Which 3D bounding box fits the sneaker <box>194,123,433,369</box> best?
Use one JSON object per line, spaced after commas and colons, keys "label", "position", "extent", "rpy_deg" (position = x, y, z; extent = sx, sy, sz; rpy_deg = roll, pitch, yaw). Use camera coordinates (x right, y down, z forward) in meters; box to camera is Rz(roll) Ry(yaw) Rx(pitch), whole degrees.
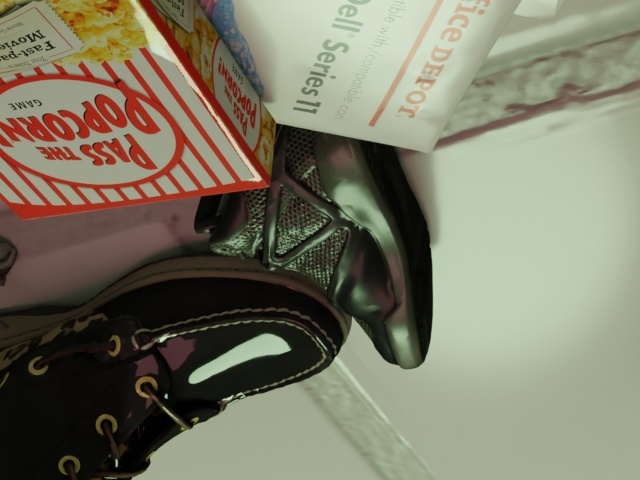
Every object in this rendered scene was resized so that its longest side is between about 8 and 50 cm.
{"label": "sneaker", "position": [0.000, 0.000, 0.982], "extent": [0.130, 0.087, 0.227], "rpy_deg": [-8, 134, 21]}

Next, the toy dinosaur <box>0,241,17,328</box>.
{"label": "toy dinosaur", "position": [-0.373, -0.002, 1.023], "extent": [0.314, 0.121, 0.160], "rpy_deg": [10, 126, -8]}

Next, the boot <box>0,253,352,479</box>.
{"label": "boot", "position": [-0.162, 0.169, 1.051], "extent": [0.378, 0.284, 0.138], "rpy_deg": [-12, 136, 24]}

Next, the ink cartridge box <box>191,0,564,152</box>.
{"label": "ink cartridge box", "position": [-0.010, -0.159, 0.726], "extent": [0.354, 0.119, 0.207], "rpy_deg": [9, 149, -12]}

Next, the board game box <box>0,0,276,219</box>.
{"label": "board game box", "position": [-0.124, -0.083, 0.703], "extent": [0.147, 0.045, 0.193], "rpy_deg": [-7, 148, 19]}
